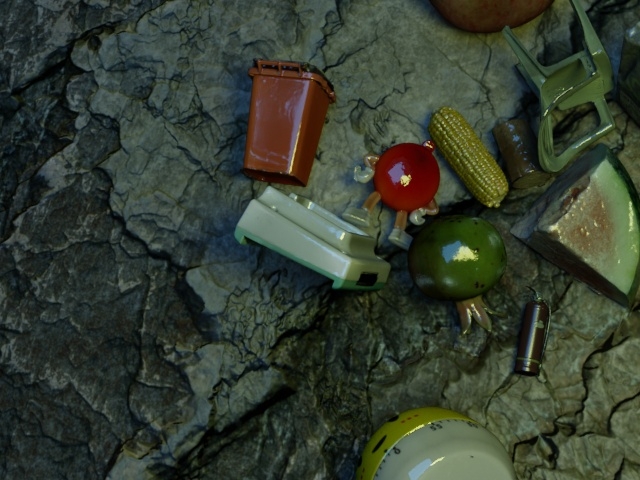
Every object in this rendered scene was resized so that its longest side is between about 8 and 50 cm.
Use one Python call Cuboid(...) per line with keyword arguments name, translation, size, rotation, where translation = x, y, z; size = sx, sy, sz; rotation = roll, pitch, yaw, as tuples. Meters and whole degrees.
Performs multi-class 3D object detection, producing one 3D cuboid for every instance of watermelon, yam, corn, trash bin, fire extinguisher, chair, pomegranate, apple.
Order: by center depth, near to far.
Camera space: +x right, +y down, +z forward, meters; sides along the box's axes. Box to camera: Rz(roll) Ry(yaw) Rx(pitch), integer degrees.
Cuboid(name="fire extinguisher", translation=(0.386, 0.166, 1.651), size=(0.064, 0.043, 0.158), rotation=(17, 76, -12))
Cuboid(name="watermelon", translation=(0.485, -0.032, 1.653), size=(0.232, 0.193, 0.310), rotation=(1, 85, -6))
Cuboid(name="pomegranate", translation=(0.258, 0.064, 1.656), size=(0.182, 0.181, 0.224), rotation=(-15, 89, 9))
Cuboid(name="chair", translation=(0.450, -0.285, 1.692), size=(0.191, 0.203, 0.274), rotation=(-25, 57, 14))
Cuboid(name="yam", translation=(0.384, -0.166, 1.737), size=(0.084, 0.084, 0.127), rotation=(-17, 71, 8))
Cuboid(name="corn", translation=(0.283, -0.166, 1.763), size=(0.080, 0.080, 0.238), rotation=(-33, 67, 2))
Cuboid(name="apple", translation=(0.348, -0.589, 1.781), size=(0.345, 0.269, 0.344), rotation=(-4, 72, 11))
Cuboid(name="trash bin", translation=(-0.075, -0.238, 1.826), size=(0.161, 0.184, 0.238), rotation=(8, 80, 16))

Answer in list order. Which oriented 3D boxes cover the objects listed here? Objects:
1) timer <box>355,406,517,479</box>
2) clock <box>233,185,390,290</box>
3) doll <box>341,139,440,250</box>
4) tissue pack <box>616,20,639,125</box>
Cuboid(name="timer", translation=(0.173, 0.398, 1.548), size=(0.285, 0.285, 0.285), rotation=(-4, 72, 13))
Cuboid(name="clock", translation=(0.000, 0.000, 1.674), size=(0.231, 0.262, 0.116), rotation=(26, 97, 20))
Cuboid(name="doll", translation=(0.150, -0.106, 1.763), size=(0.183, 0.085, 0.217), rotation=(27, 78, -7))
Cuboid(name="tissue pack", translation=(0.679, -0.190, 1.561), size=(0.124, 0.288, 0.394), rotation=(-37, 68, 2))
